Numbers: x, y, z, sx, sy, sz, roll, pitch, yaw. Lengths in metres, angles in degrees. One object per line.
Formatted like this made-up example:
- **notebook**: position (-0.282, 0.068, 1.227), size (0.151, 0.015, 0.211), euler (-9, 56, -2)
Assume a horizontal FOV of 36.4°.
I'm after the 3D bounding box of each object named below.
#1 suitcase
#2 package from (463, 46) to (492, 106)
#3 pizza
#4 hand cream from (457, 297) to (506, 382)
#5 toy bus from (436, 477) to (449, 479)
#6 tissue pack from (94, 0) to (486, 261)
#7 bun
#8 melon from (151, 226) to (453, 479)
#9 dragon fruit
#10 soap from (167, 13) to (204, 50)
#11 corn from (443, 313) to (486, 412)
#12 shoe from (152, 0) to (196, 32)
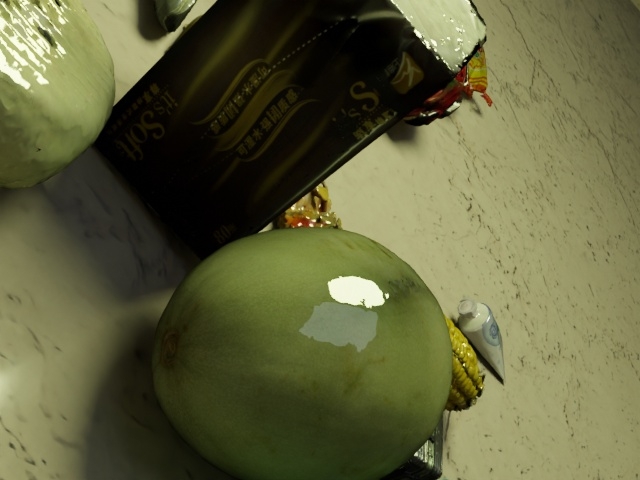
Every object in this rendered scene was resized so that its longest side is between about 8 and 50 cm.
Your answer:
- **suitcase**: position (0.099, 0.228, 1.127), size (0.059, 0.086, 0.126), euler (39, 37, -27)
- **package**: position (0.225, -0.380, 1.790), size (0.223, 0.108, 0.288), euler (-5, 76, -61)
- **pizza**: position (0.000, 0.000, 1.198), size (0.147, 0.069, 0.226), euler (29, 43, -36)
- **hand cream**: position (0.247, 0.139, 1.448), size (0.142, 0.053, 0.084), euler (50, 31, -33)
- **toy bus**: position (-0.001, 0.311, 0.823), size (0.312, 0.190, 0.152), euler (3, 61, -53)
- **tissue pack**: position (-0.037, -0.160, 1.004), size (0.210, 0.370, 0.198), euler (47, 33, -8)
- **bun**: position (-0.299, -0.169, 0.839), size (0.273, 0.168, 0.273), euler (50, 22, -29)
- **melon**: position (-0.010, 0.113, 0.921), size (0.308, 0.271, 0.272), euler (-25, 85, -52)
- **dragon fruit**: position (0.146, -0.272, 1.530), size (0.188, 0.182, 0.182), euler (31, 40, -21)
- **soap**: position (-0.087, -0.177, 1.251), size (0.252, 0.037, 0.092), euler (45, 33, -21)
- **corn**: position (0.105, 0.112, 1.173), size (0.318, 0.115, 0.115), euler (49, 30, -42)
- **shoe**: position (-0.190, -0.331, 1.213), size (0.077, 0.074, 0.195), euler (28, 39, -22)
